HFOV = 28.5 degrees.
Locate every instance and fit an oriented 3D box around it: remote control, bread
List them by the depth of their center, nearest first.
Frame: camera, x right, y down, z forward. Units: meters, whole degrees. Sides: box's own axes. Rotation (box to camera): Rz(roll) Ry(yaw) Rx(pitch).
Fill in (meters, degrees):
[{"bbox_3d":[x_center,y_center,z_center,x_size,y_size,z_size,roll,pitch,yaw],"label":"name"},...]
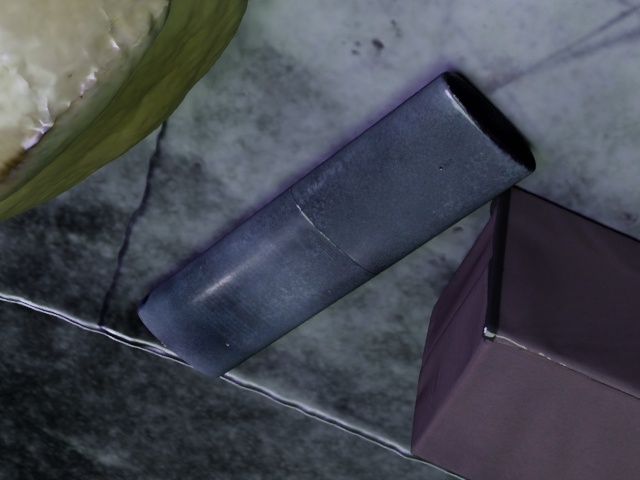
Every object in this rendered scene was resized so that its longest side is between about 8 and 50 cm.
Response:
[{"bbox_3d":[-0.210,-0.152,0.823,0.320,0.320,0.237,-30,91,32],"label":"bread"},{"bbox_3d":[0.000,0.000,1.038,0.107,0.044,0.377,39,127,-21],"label":"remote control"}]

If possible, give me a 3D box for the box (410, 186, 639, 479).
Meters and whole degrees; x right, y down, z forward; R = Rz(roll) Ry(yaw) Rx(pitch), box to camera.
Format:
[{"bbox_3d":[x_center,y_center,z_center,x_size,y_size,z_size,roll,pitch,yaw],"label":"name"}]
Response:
[{"bbox_3d":[0.214,0.107,0.974,0.252,0.188,0.153,23,129,-6],"label":"box"}]
